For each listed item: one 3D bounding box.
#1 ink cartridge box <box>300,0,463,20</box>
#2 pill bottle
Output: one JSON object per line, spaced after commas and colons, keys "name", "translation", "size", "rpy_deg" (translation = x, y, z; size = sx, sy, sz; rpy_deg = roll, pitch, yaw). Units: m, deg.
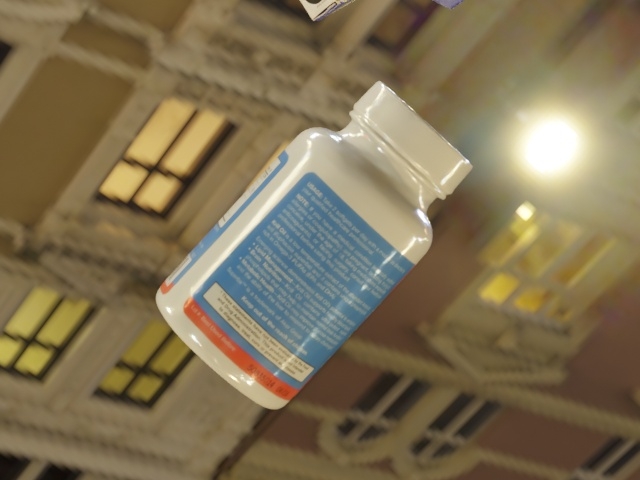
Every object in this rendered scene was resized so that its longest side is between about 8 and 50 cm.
{"name": "ink cartridge box", "translation": [0.018, -0.399, 1.911], "size": [0.151, 0.270, 0.395], "rpy_deg": [-32, -88, -22]}
{"name": "pill bottle", "translation": [0.000, 0.000, 1.312], "size": [0.124, 0.221, 0.124], "rpy_deg": [43, -175, -4]}
